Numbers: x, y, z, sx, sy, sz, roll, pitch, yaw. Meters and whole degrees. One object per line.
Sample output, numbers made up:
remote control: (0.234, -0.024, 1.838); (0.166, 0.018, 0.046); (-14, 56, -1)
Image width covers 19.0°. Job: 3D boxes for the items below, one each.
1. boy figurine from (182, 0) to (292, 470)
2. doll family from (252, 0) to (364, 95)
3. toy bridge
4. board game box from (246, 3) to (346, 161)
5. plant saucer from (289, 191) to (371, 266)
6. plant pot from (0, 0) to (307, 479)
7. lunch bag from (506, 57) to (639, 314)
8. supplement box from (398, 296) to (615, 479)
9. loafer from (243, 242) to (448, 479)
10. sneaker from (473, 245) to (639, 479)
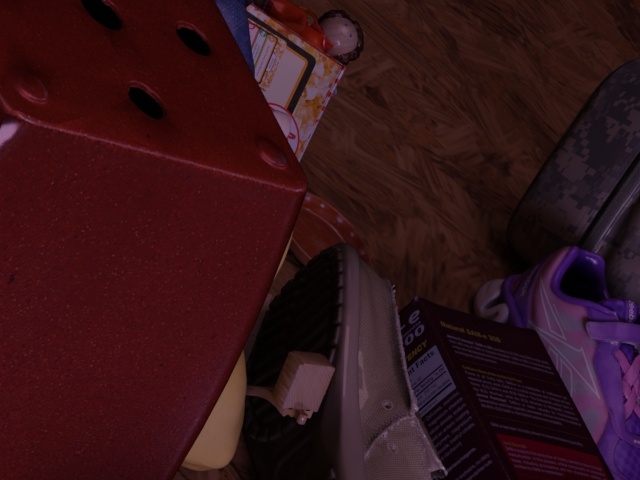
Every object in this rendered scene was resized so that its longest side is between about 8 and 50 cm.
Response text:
boy figurine: (-0.088, -0.014, 1.069); (0.092, 0.177, 0.285); (18, 67, -48)
doll family: (-0.075, -0.190, 1.366); (0.163, 0.118, 0.263); (-18, 77, -41)
toy bridge: (-0.050, 0.053, 1.109); (0.026, 0.063, 0.188); (9, 24, -33)
board game box: (-0.095, -0.097, 1.202); (0.193, 0.045, 0.147); (33, 69, -22)
plant saucer: (0.000, 0.000, 1.324); (0.083, 0.013, 0.083); (33, 29, -21)
plant pot: (-0.167, -0.029, 0.883); (0.267, 0.236, 0.267); (13, 40, -47)
lunch bag: (0.344, 0.024, 1.504); (0.305, 0.213, 0.256); (22, 20, -40)
supplement box: (0.124, 0.157, 1.208); (0.130, 0.073, 0.239); (18, 38, -44)
loafer: (0.017, 0.118, 1.096); (0.092, 0.102, 0.269); (30, 39, -29)
sneaker: (0.196, 0.096, 1.364); (0.095, 0.104, 0.236); (19, 37, -43)
